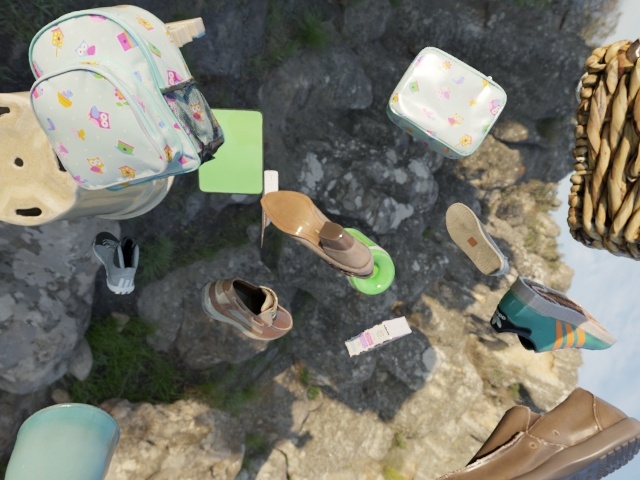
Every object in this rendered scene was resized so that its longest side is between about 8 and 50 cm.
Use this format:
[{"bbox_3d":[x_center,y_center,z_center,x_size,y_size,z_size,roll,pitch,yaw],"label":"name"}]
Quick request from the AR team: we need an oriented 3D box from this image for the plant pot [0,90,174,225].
[{"bbox_3d":[-0.509,-0.172,0.817,0.305,0.333,0.334,-85,-164,-74],"label":"plant pot"}]

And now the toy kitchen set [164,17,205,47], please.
[{"bbox_3d":[-0.397,-0.492,1.109,0.207,0.122,0.166,-70,155,-49],"label":"toy kitchen set"}]

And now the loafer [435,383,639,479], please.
[{"bbox_3d":[0.337,0.357,0.668,0.365,0.130,0.134,-18,124,-9],"label":"loafer"}]

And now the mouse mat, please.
[{"bbox_3d":[-0.203,-0.198,0.907,0.007,0.152,0.190,-89,-179,-74],"label":"mouse mat"}]

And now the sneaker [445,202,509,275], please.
[{"bbox_3d":[0.424,0.003,1.099,0.083,0.222,0.118,-36,153,25],"label":"sneaker"}]

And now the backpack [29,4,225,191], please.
[{"bbox_3d":[-0.226,-0.157,0.458,0.144,0.165,0.189,-60,137,-58],"label":"backpack"}]

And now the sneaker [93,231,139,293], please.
[{"bbox_3d":[-0.539,0.023,1.090,0.086,0.229,0.132,0,132,-48],"label":"sneaker"}]

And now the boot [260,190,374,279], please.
[{"bbox_3d":[0.000,0.000,0.401,0.042,0.118,0.087,-51,145,-11],"label":"boot"}]

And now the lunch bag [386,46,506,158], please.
[{"bbox_3d":[0.340,-0.368,1.091,0.224,0.279,0.108,-58,-179,3],"label":"lunch bag"}]

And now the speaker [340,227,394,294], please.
[{"bbox_3d":[0.104,0.049,1.137,0.131,0.131,0.296,-66,-164,8],"label":"speaker"}]

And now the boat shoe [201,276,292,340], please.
[{"bbox_3d":[-0.172,0.189,1.105,0.116,0.123,0.324,-26,145,24],"label":"boat shoe"}]

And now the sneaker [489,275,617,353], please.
[{"bbox_3d":[0.471,0.174,0.829,0.121,0.302,0.108,-56,-156,23],"label":"sneaker"}]

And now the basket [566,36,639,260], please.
[{"bbox_3d":[0.394,-0.063,0.321,0.299,0.223,0.214,-12,109,-23],"label":"basket"}]

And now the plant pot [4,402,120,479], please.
[{"bbox_3d":[-0.721,0.646,1.110,0.271,0.255,0.272,-7,116,-14],"label":"plant pot"}]

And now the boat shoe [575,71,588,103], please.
[{"bbox_3d":[0.722,-0.307,0.836,0.119,0.335,0.121,-82,168,-64],"label":"boat shoe"}]

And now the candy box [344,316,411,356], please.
[{"bbox_3d":[0.218,0.367,1.538,0.196,0.070,0.164,-35,158,31],"label":"candy box"}]

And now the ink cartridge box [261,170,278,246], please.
[{"bbox_3d":[-0.191,-0.113,1.517,0.189,0.066,0.233,113,-28,-63],"label":"ink cartridge box"}]
